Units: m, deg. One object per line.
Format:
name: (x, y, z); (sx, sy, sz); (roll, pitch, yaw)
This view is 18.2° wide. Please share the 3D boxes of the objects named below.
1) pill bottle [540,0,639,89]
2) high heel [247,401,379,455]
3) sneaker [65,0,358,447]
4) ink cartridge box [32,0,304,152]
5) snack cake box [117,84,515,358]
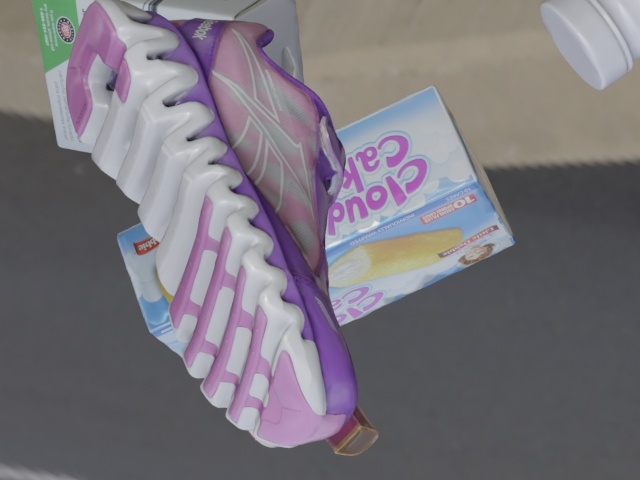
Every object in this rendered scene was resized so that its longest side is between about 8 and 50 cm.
pill bottle: (0.272, -0.204, 1.570); (0.112, 0.187, 0.112); (54, 176, 5)
high heel: (-0.034, 0.125, 1.820); (0.117, 0.082, 0.244); (51, -164, 29)
sneaker: (-0.027, -0.018, 0.902); (0.104, 0.236, 0.095); (-9, 147, -30)
ink cartridge box: (-0.123, -0.143, 1.647); (0.208, 0.087, 0.153); (11, 122, 30)
snack cake box: (0.000, 0.000, 1.503); (0.264, 0.089, 0.152); (-26, 155, 7)
